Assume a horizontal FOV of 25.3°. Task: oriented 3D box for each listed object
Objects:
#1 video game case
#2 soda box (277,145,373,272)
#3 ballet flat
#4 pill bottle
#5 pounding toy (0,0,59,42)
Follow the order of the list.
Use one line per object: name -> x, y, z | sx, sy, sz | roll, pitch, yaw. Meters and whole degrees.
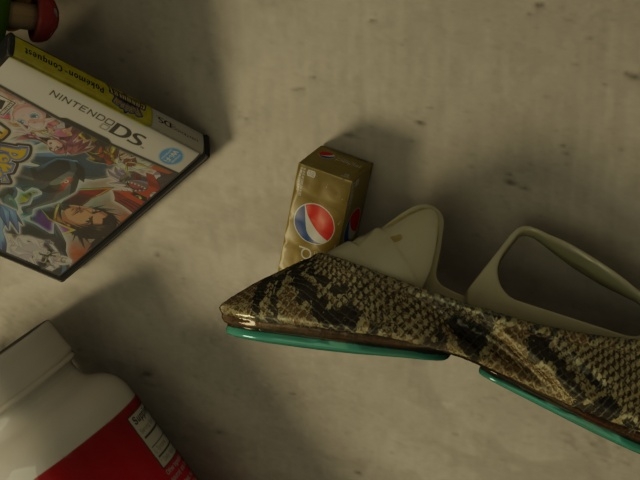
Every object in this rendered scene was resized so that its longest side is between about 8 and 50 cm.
video game case -> -0.297, -0.075, 1.503 | 0.248, 0.035, 0.275 | 26, 131, -34
soda box -> 0.000, 0.000, 1.467 | 0.061, 0.058, 0.181 | 20, 120, 16
ballet flat -> 0.153, 0.067, 1.374 | 0.483, 0.164, 0.182 | 16, 90, 8
pill bottle -> -0.260, 0.302, 1.624 | 0.229, 0.229, 0.407 | -33, 96, 33
pounding toy -> -0.345, -0.223, 1.494 | 0.110, 0.183, 0.237 | 5, 138, -26
